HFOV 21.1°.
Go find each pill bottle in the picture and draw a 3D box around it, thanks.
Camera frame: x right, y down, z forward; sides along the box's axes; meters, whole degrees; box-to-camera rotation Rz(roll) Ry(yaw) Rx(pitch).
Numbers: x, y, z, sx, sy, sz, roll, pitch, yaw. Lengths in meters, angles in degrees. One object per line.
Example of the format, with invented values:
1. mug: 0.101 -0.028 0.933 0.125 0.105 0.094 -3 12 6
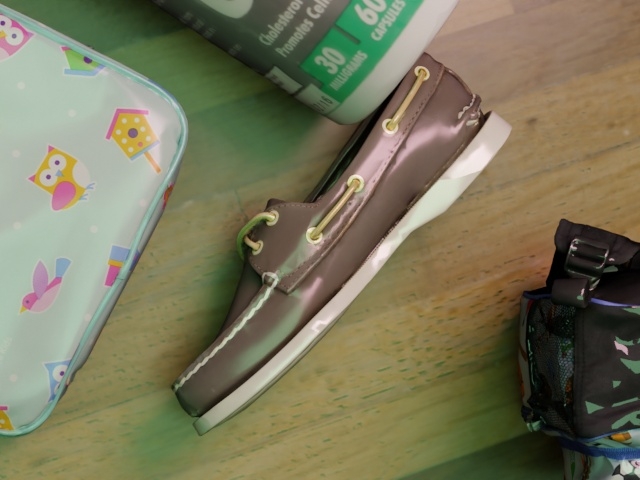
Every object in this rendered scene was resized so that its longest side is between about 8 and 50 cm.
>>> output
1. pill bottle: -0.074 -0.255 1.178 0.361 0.204 0.204 32 85 -10

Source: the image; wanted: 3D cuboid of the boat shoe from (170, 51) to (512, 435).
1. boat shoe: 0.000 0.000 1.244 0.097 0.116 0.324 45 79 -4

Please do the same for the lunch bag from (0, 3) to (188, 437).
1. lunch bag: -0.233 -0.023 1.197 0.224 0.108 0.279 26 83 -4

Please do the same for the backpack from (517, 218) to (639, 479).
1. backpack: 0.262 0.094 1.222 0.276 0.263 0.213 5 95 -7
